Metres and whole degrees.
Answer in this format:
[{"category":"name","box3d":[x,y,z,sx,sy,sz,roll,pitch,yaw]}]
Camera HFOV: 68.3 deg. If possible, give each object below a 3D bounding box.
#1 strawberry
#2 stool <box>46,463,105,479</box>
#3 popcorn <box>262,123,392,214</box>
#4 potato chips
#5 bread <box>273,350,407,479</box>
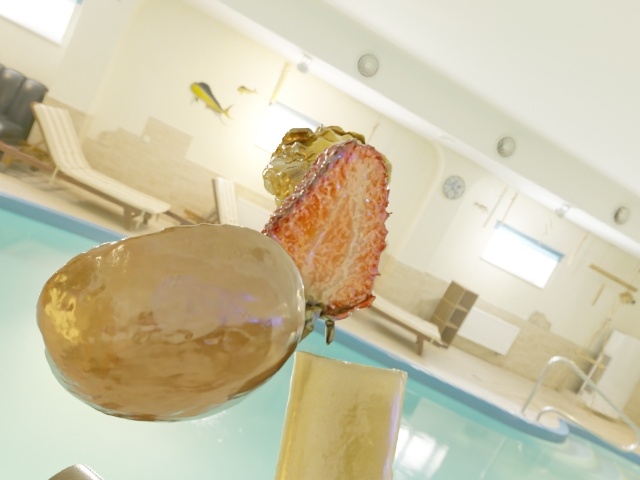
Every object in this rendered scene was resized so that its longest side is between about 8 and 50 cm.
[{"category":"strawberry","box3d":[0.000,0.000,0.663,0.188,0.286,0.106,17,7,-27]},{"category":"stool","box3d":[-0.374,0.532,0.798,0.264,0.179,0.179,27,7,18]},{"category":"popcorn","box3d":[0.012,-0.102,0.837,0.250,0.190,0.250,8,29,-4]},{"category":"potato chips","box3d":[-0.102,0.075,0.369,0.208,0.195,0.062,38,4,-36]},{"category":"bread","box3d":[0.020,0.223,0.524,0.139,0.178,0.060,14,-14,-11]}]
